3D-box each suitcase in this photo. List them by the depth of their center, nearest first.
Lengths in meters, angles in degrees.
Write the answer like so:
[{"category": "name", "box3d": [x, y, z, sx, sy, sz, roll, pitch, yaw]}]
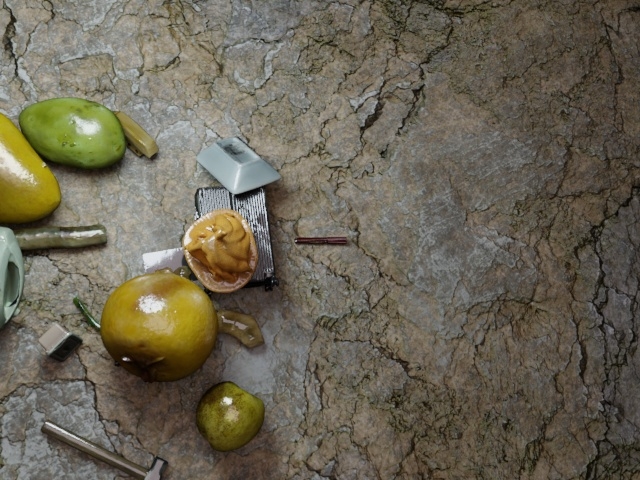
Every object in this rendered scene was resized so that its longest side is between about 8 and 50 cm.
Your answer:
[{"category": "suitcase", "box3d": [-0.265, -0.002, 1.884, 0.230, 0.152, 0.335, -5, 78, -15]}]

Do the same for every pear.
[{"category": "pear", "box3d": [-0.265, 0.511, 1.749, 0.197, 0.197, 0.197, 3, 77, -13]}]

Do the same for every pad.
[{"category": "pad", "box3d": [-0.468, 0.083, 1.895, 0.157, 0.003, 0.112, -9, 79, -16]}]

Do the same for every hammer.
[{"category": "hammer", "box3d": [-0.618, 0.603, 1.720, 0.365, 0.043, 0.111, 28, 73, -5]}]

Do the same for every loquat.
[{"category": "loquat", "box3d": [-0.444, 0.221, 1.713, 0.328, 0.328, 0.359, 20, 51, -8]}]

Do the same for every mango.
[{"category": "mango", "box3d": [-0.948, -0.215, 1.729, 0.445, 0.220, 0.301, 30, 93, -13]}]

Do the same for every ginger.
[{"category": "ginger", "box3d": [-0.253, 0.269, 1.870, 0.190, 0.069, 0.095, 23, 98, -8]}]

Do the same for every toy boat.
[{"category": "toy boat", "box3d": [-0.599, -0.336, 1.921, 0.200, 0.077, 0.057, 43, 55, 1]}]

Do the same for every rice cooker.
[{"category": "rice cooker", "box3d": [-0.948, 0.100, 1.632, 0.277, 0.288, 0.288, 4, 76, -15]}]

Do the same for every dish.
[{"category": "dish", "box3d": [-0.258, -0.255, 1.903, 0.182, 0.080, 0.243, -24, 47, -31]}]

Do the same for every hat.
[{"category": "hat", "box3d": [-0.267, -0.001, 1.686, 0.233, 0.233, 0.244, 33, 72, -3]}]

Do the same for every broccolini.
[{"category": "broccolini", "box3d": [-0.640, 0.263, 1.787, 0.254, 0.057, 0.071, 50, 29, -2]}]

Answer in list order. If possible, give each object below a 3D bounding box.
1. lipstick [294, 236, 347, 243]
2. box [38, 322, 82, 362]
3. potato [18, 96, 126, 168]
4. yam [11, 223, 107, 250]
[{"category": "lipstick", "box3d": [0.000, 0.000, 2.016, 0.176, 0.027, 0.027, 0, 77, -12]}, {"category": "box", "box3d": [-0.741, 0.288, 1.724, 0.062, 0.122, 0.089, 39, 72, 9]}, {"category": "potato", "box3d": [-0.735, -0.322, 1.817, 0.304, 0.216, 0.216, 13, 74, 4]}, {"category": "yam", "box3d": [-0.799, -0.006, 1.802, 0.317, 0.067, 0.071, -5, 108, -15]}]
